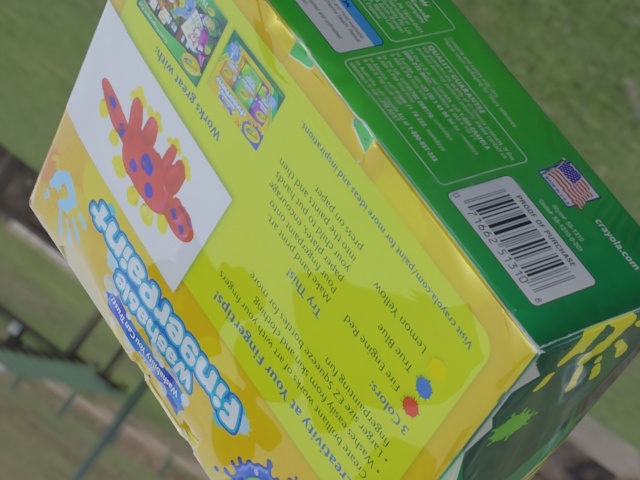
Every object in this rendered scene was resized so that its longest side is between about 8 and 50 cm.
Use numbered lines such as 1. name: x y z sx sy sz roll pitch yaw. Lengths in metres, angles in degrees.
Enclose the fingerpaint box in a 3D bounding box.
1. fingerpaint box: 0.000 0.000 1.251 0.445 0.163 0.371 53 138 24
